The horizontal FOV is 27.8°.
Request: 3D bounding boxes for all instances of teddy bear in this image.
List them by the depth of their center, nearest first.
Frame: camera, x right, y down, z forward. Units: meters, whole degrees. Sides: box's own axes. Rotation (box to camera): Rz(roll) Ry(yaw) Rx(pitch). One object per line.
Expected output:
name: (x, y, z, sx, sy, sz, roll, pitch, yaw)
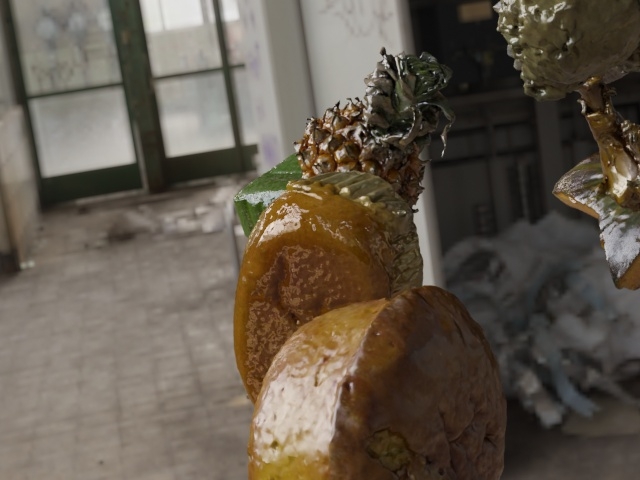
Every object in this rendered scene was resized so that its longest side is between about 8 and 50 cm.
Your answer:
teddy bear: (0.287, -0.247, 1.253, 0.256, 0.267, 0.156, -21, 39, -5)

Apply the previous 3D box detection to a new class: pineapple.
pineapple: (0.112, -0.197, 2.143, 0.262, 0.262, 0.272, -16, -27, -36)

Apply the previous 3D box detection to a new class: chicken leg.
chicken leg: (0.367, -0.114, 1.597, 0.085, 0.207, 0.101, -7, 38, 44)

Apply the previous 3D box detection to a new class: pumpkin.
pumpkin: (0.500, -0.076, 1.853, 0.290, 0.095, 0.258, -30, 43, 8)

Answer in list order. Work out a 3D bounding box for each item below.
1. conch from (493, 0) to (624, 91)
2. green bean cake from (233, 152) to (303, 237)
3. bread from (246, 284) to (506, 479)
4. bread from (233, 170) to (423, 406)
conch: (0.387, -0.392, 2.117, 0.210, 0.297, 0.352, -5, 26, -26)
green bean cake: (-0.029, -0.085, 2.670, 0.248, 0.125, 0.222, 7, 34, 44)
bread: (0.061, 0.196, 1.232, 0.172, 0.312, 0.312, 2, 14, 33)
bread: (0.004, 0.096, 1.728, 0.236, 0.389, 0.183, 18, 28, 29)
